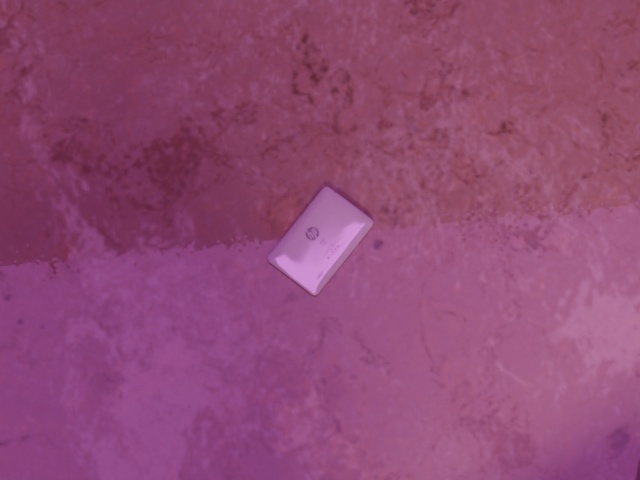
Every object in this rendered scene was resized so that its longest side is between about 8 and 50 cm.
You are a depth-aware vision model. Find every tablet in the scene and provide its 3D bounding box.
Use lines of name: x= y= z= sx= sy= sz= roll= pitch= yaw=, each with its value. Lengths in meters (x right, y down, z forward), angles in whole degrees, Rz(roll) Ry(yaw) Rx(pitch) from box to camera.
tablet: x=0.000 y=0.000 z=1.486 sx=0.054 sy=0.006 sz=0.083 roll=37 pitch=79 yaw=8
